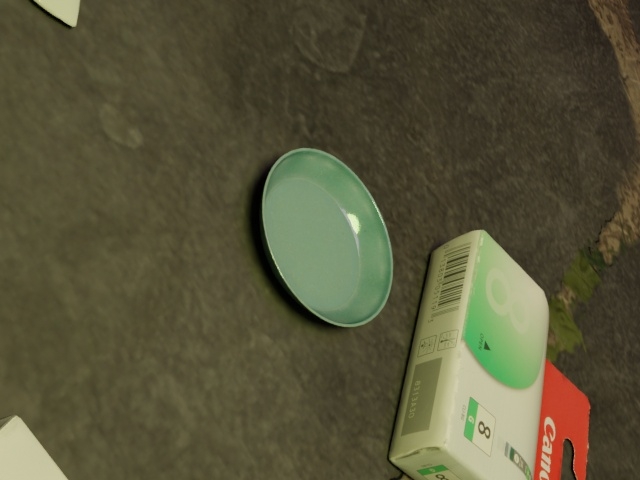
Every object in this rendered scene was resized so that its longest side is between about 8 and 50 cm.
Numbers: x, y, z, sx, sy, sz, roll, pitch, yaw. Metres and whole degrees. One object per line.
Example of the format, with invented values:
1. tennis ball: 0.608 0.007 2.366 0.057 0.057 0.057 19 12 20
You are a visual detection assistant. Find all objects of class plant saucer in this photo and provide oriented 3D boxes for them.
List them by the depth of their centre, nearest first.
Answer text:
1. plant saucer: 0.000 0.000 0.647 0.119 0.021 0.119 24 54 -39

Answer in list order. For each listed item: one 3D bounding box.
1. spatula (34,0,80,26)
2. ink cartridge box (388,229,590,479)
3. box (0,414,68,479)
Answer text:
1. spatula: -0.190 -0.253 0.555 0.168 0.019 0.242 23 56 -40
2. ink cartridge box: 0.151 0.129 0.734 0.224 0.056 0.181 40 46 -27
3. box: -0.148 0.247 0.329 0.232 0.058 0.322 56 42 -13
